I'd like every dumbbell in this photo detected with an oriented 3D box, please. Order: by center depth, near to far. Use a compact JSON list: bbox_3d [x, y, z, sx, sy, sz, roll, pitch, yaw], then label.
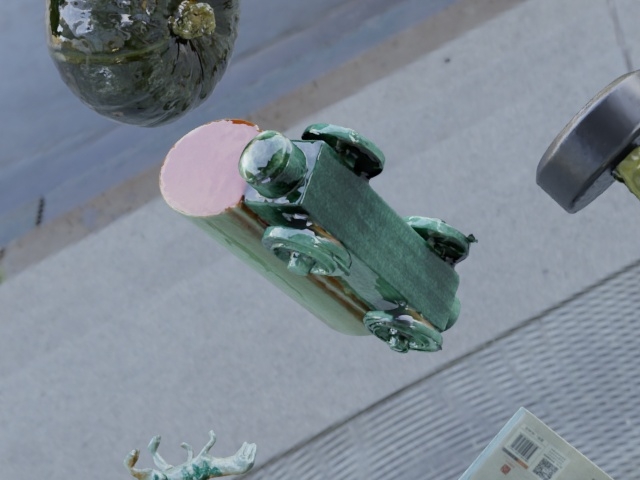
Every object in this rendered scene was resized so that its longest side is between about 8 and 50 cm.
[{"bbox_3d":[0.450,-0.043,1.533,0.203,0.204,0.322,-41,76,-12],"label":"dumbbell"}]

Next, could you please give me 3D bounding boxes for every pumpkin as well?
[{"bbox_3d":[-0.165,-0.219,1.174,0.157,0.224,0.224,11,59,31],"label":"pumpkin"}]

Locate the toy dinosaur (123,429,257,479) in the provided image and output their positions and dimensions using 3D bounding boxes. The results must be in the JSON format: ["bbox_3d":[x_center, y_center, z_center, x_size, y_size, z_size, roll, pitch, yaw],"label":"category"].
[{"bbox_3d":[-0.150,0.249,1.189,0.106,0.044,0.187,36,55,12],"label":"toy dinosaur"}]

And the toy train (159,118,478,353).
[{"bbox_3d":[0.000,0.000,0.951,0.177,0.285,0.116,7,70,36],"label":"toy train"}]

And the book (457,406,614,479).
[{"bbox_3d":[0.283,0.409,1.756,0.215,0.025,0.283,40,80,24],"label":"book"}]
